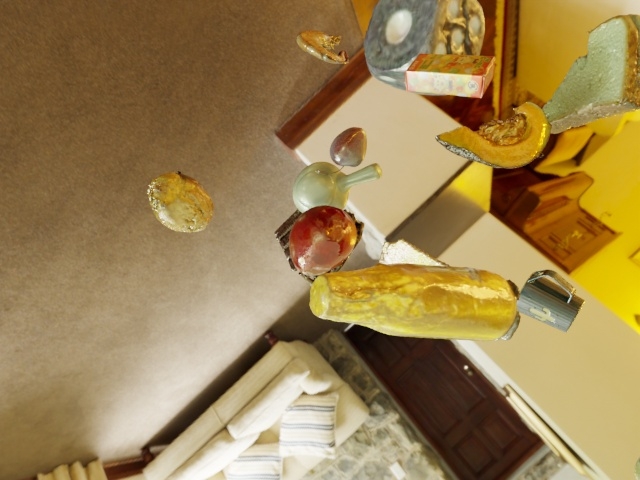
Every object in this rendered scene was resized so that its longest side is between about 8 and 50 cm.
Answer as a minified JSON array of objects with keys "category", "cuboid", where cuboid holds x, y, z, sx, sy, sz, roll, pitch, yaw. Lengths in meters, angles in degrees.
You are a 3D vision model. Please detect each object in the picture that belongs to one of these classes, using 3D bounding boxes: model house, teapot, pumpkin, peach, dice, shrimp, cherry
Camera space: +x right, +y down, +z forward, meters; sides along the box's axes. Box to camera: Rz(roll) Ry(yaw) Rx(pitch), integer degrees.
[{"category":"model house","cuboid":[-0.008,-0.024,1.755,0.317,0.297,0.282,-39,110,18]},{"category":"teapot","cuboid":[0.040,-0.204,1.459,0.318,0.220,0.149,-44,176,16]},{"category":"pumpkin","cuboid":[0.477,-0.246,1.147,0.278,0.163,0.111,-17,161,15]},{"category":"peach","cuboid":[0.000,0.000,1.318,0.243,0.199,0.243,-50,-176,5]},{"category":"dice","cuboid":[0.215,-0.415,0.873,0.183,0.182,0.182,5,106,-41]},{"category":"shrimp","cuboid":[0.021,-0.487,1.053,0.236,0.132,0.053,-51,164,-58]},{"category":"cherry","cuboid":[0.075,-0.297,1.338,0.188,0.115,0.148,-7,162,-47]}]

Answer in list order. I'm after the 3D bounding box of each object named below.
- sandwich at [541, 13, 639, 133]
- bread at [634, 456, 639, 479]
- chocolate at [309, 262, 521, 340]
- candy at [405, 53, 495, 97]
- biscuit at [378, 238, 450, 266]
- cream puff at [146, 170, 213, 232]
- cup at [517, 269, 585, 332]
[{"category":"sandwich","cuboid":[0.751,-0.449,1.150,0.099,0.255,0.288,3,178,-17]},{"category":"bread","cuboid":[0.811,0.548,0.843,0.056,0.208,0.286,22,152,-32]},{"category":"chocolate","cuboid":[0.193,0.121,0.816,0.444,0.162,0.162,8,128,-29]},{"category":"candy","cuboid":[0.198,-0.255,0.641,0.062,0.121,0.038,-54,146,-31]},{"category":"biscuit","cuboid":[0.257,0.118,1.183,0.013,0.236,0.232,-27,138,-40]},{"category":"cream puff","cuboid":[-0.381,-0.096,1.122,0.189,0.188,0.130,91,21,-55]},{"category":"cup","cuboid":[0.677,0.171,1.223,0.131,0.155,0.177,-37,143,-31]}]
